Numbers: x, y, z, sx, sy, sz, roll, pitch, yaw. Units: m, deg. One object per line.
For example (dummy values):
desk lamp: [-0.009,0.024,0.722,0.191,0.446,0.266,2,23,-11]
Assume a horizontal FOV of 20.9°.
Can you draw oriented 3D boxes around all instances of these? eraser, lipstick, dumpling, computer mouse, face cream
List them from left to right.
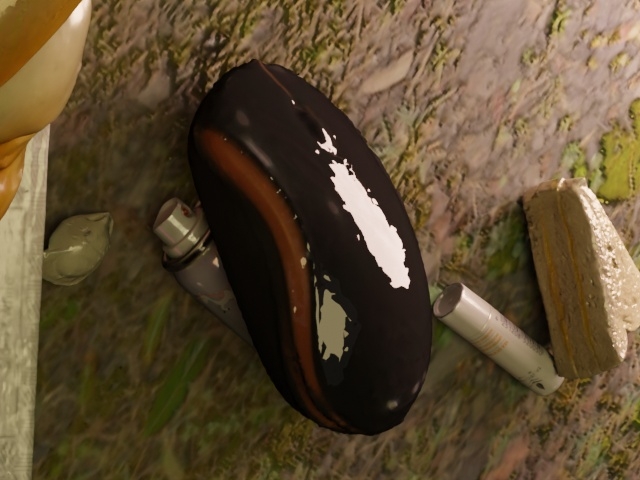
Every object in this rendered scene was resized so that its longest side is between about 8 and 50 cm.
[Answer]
eraser: [-0.276,0.099,1.359,0.096,0.098,0.404,2,95,-23]
dumpling: [-0.197,0.010,1.412,0.043,0.077,0.059,18,131,10]
face cream: [-0.050,0.049,1.462,0.229,0.075,0.075,41,80,-23]
computer mouse: [0.004,-0.001,1.403,0.183,0.116,0.323,-15,82,-54]
lipstick: [0.165,0.092,1.581,0.141,0.040,0.040,37,82,-24]

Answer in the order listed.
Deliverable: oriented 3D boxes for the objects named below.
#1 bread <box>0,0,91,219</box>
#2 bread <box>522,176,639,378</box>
bread: [-0.298,-0.121,1.161,0.245,0.329,0.424,26,121,-13]
bread: [0.227,0.033,1.564,0.152,0.077,0.105,54,49,-19]
